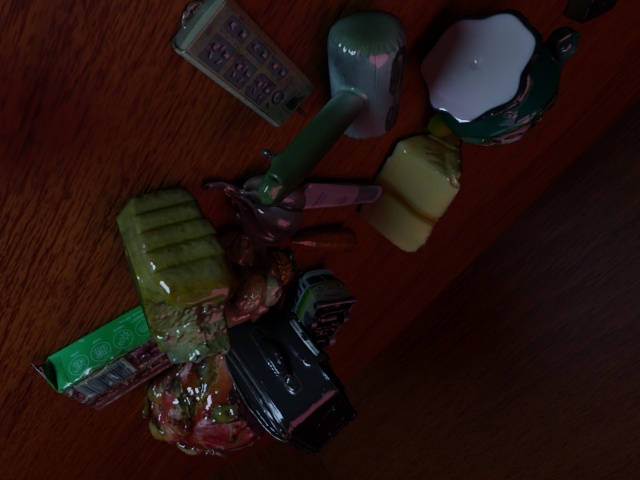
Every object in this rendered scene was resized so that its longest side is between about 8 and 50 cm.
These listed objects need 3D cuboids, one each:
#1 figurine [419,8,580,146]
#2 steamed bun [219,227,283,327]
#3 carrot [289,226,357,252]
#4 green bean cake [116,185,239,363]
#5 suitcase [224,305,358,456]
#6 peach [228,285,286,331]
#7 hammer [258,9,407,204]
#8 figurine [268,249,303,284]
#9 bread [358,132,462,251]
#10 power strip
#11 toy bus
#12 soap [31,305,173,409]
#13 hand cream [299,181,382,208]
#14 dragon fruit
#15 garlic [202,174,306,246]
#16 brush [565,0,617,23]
[{"bbox_3d":[0.347,-0.311,0.879,0.324,0.231,0.340,-24,172,27],"label":"figurine"},{"bbox_3d":[-0.176,0.077,0.860,0.106,0.177,0.192,2,144,-42],"label":"steamed bun"},{"bbox_3d":[0.000,0.000,1.083,0.205,0.072,0.072,-1,136,-43],"label":"carrot"},{"bbox_3d":[-0.227,0.064,0.693,0.124,0.232,0.236,-18,147,-26],"label":"green bean cake"},{"bbox_3d":[-0.065,0.327,1.004,0.194,0.283,0.433,-36,151,-12],"label":"suitcase"},{"bbox_3d":[-0.183,0.178,1.118,0.279,0.068,0.189,-9,139,-46],"label":"peach"},{"bbox_3d":[0.011,-0.179,0.653,0.335,0.119,0.206,-52,158,-21],"label":"hammer"},{"bbox_3d":[-0.105,0.084,1.017,0.156,0.114,0.094,-15,155,-44],"label":"figurine"},{"bbox_3d":[0.277,-0.128,1.106,0.236,0.198,0.263,-26,154,-41],"label":"bread"},{"bbox_3d":[-0.087,-0.235,0.614,0.092,0.034,0.268,-46,154,12],"label":"power strip"},{"bbox_3d":[-0.017,0.209,1.274,0.134,0.164,0.276,-4,139,-28],"label":"toy bus"},{"bbox_3d":[-0.388,0.227,0.888,0.274,0.098,0.217,-32,153,-17],"label":"soap"},{"bbox_3d":[0.042,-0.105,0.977,0.255,0.048,0.079,-10,143,-44],"label":"hand cream"},{"bbox_3d":[-0.298,0.403,1.075,0.263,0.296,0.314,-22,142,-4],"label":"dragon fruit"},{"bbox_3d":[-0.110,-0.069,0.774,0.194,0.127,0.131,25,118,-41],"label":"garlic"},{"bbox_3d":[0.644,-0.597,0.968,0.123,0.059,0.197,-31,153,-14],"label":"brush"}]
